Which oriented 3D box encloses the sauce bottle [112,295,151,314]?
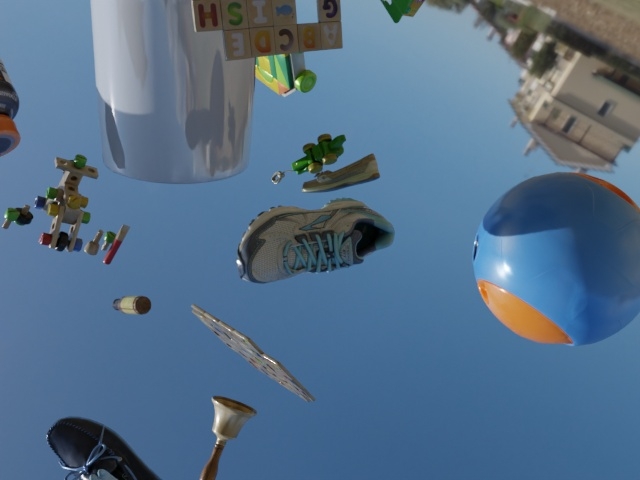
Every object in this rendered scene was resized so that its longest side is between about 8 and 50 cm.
[{"bbox_3d":[-0.411,0.138,1.506,0.042,0.042,0.128,6,175,-42],"label":"sauce bottle"}]

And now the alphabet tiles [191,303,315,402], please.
[{"bbox_3d":[-0.162,0.265,1.637,0.342,0.011,0.285,21,156,45],"label":"alphabet tiles"}]

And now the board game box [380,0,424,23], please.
[{"bbox_3d":[0.181,-0.508,1.194,0.039,0.259,0.124,-3,-123,-40],"label":"board game box"}]

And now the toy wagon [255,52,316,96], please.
[{"bbox_3d":[-0.127,-0.513,1.681,0.068,0.344,0.267,-37,-122,-20],"label":"toy wagon"}]

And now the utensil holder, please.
[{"bbox_3d":[-0.286,-0.341,1.380,0.327,0.386,0.328,5,-156,-2],"label":"utensil holder"}]

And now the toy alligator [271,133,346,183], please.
[{"bbox_3d":[-0.014,-0.158,1.393,0.051,0.189,0.056,11,-122,-51],"label":"toy alligator"}]

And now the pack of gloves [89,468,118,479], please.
[{"bbox_3d":[-0.343,0.518,1.204,0.232,0.046,0.195,61,-156,-45],"label":"pack of gloves"}]

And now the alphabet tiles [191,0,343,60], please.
[{"bbox_3d":[-0.070,-0.353,0.947,0.237,0.198,0.009,-16,-159,-33],"label":"alphabet tiles"}]

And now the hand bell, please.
[{"bbox_3d":[-0.260,0.536,1.791,0.126,0.242,0.126,19,175,2],"label":"hand bell"}]

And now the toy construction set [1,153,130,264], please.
[{"bbox_3d":[-0.695,-0.101,2.024,0.308,0.237,0.257,30,-162,-13],"label":"toy construction set"}]

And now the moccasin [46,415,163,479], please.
[{"bbox_3d":[-0.467,0.510,1.549,0.342,0.138,0.117,31,-174,5],"label":"moccasin"}]

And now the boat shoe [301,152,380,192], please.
[{"bbox_3d":[0.034,-0.121,1.298,0.153,0.048,0.056,-12,179,24],"label":"boat shoe"}]

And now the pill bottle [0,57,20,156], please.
[{"bbox_3d":[-0.535,-0.241,1.037,0.130,0.130,0.246,-14,-106,-58],"label":"pill bottle"}]

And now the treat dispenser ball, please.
[{"bbox_3d":[0.399,0.030,1.156,0.288,0.288,0.288,23,-157,-11],"label":"treat dispenser ball"}]

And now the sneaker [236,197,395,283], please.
[{"bbox_3d":[0.000,0.000,1.089,0.283,0.110,0.122,-21,-150,-36],"label":"sneaker"}]
